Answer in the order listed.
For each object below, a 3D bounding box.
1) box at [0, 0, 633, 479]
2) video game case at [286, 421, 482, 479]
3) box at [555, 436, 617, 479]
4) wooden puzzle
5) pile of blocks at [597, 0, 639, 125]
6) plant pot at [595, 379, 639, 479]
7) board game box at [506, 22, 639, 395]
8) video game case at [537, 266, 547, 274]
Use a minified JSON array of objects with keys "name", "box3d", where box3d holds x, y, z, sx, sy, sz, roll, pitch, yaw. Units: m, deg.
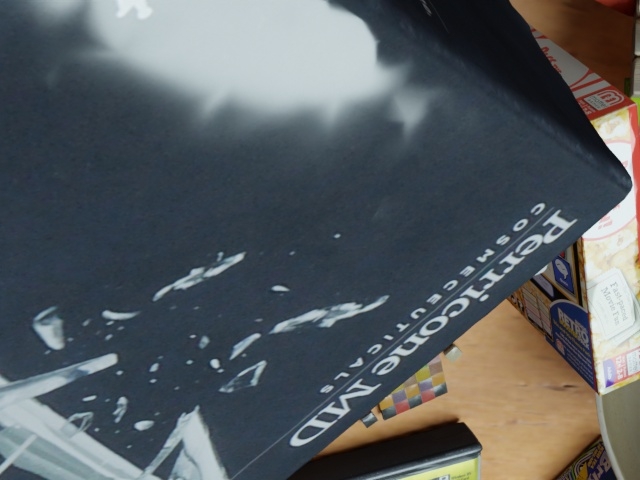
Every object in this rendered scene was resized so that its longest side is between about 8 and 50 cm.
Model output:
[{"name":"box","box3d":[-0.216,-0.029,0.659,0.480,0.297,0.472,-41,151,16]},{"name":"video game case","box3d":[-0.017,0.265,1.220,0.275,0.035,0.248,-13,124,-16]},{"name":"box","box3d":[0.247,0.218,1.299,0.059,0.054,0.169,-45,128,6]},{"name":"wooden puzzle","box3d":[0.059,0.093,1.166,0.083,0.006,0.049,-22,126,-11]},{"name":"pile of blocks","box3d":[0.207,-0.142,0.993,0.113,0.149,0.362,2,125,7]},{"name":"plant pot","box3d":[0.342,0.104,1.169,0.284,0.284,0.191,-45,162,6]},{"name":"board game box","box3d":[0.141,-0.024,1.044,0.045,0.147,0.193,-22,126,-14]},{"name":"video game case","box3d":[0.000,0.000,1.009,0.201,0.023,0.183,31,139,-34]}]
